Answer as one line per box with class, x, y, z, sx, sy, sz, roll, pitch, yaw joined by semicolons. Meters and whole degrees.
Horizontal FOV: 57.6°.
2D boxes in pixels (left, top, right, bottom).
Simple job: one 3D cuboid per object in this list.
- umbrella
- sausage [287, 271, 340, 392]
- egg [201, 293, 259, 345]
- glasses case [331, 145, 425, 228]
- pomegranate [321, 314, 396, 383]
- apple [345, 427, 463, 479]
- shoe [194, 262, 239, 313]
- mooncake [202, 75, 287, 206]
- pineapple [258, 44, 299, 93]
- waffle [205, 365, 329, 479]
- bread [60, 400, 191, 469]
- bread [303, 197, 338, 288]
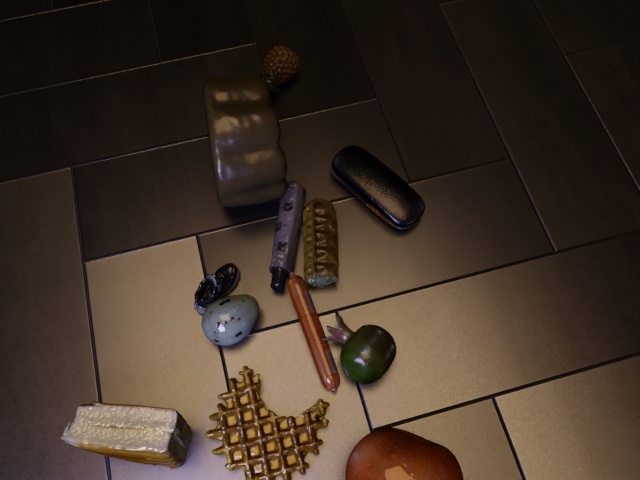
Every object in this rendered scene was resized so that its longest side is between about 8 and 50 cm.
umbrella;-0.098;-0.016;1.682;0.067;0.073;0.337;-14;59;41
sausage;-0.020;0.243;1.570;0.053;0.053;0.347;-19;73;-8
egg;-0.240;0.205;1.557;0.131;0.131;0.164;40;61;15
glasses case;0.170;-0.162;1.740;0.321;0.082;0.122;42;74;15
pomegranate;0.099;0.280;1.522;0.191;0.131;0.152;30;49;15
apple;0.195;0.546;1.336;0.272;0.251;0.206;19;93;13
shoe;-0.292;0.121;1.607;0.071;0.099;0.169;33;70;16
mooncake;-0.215;-0.282;1.642;0.201;0.378;0.378;-8;67;-11
pineapple;-0.183;-0.503;1.873;0.130;0.119;0.277;33;71;-7
waffle;-0.138;0.480;1.472;0.293;0.069;0.259;25;71;7
bread;-0.449;0.465;1.386;0.246;0.239;0.111;6;61;1
bread;-0.001;0.000;1.668;0.087;0.098;0.269;18;59;-38
